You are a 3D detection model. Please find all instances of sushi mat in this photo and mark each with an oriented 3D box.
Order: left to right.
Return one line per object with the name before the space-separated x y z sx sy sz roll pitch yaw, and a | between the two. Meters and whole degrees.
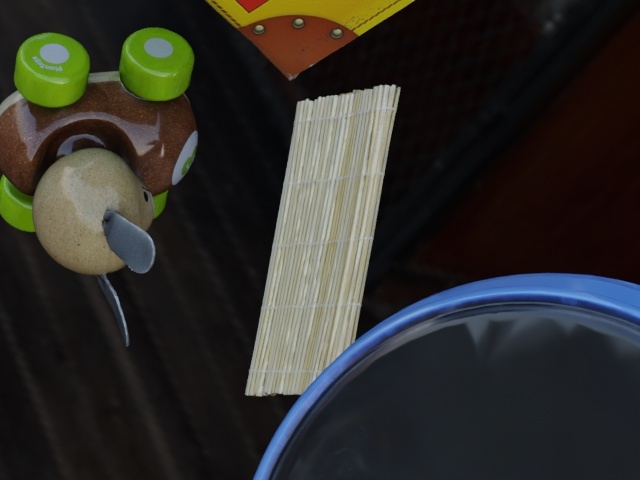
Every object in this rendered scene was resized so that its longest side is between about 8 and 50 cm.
sushi mat | 0.000 0.000 1.916 0.019 0.151 0.317 20 73 -35

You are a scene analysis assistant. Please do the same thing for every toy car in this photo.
toy car | -0.142 -0.028 1.363 0.149 0.155 0.188 -5 49 -20

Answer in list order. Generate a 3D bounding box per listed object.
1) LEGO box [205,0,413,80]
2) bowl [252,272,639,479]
LEGO box | -0.111 -0.401 1.200 0.500 0.193 0.372 41 28 -38
bowl | 0.127 0.211 1.174 0.391 0.391 0.077 52 12 18
